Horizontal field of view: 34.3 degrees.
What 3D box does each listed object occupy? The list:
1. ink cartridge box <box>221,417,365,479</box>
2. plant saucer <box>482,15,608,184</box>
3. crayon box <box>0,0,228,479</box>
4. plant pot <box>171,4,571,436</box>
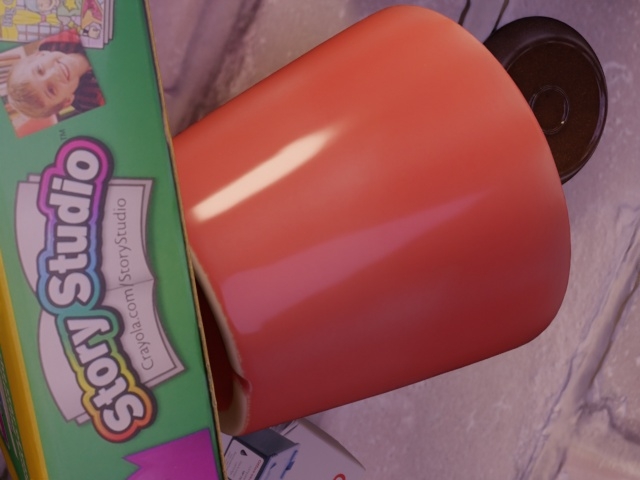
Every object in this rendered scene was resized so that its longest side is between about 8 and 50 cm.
[{"bbox_3d":[-0.080,0.188,0.860,0.190,0.082,0.140,38,83,-25],"label":"ink cartridge box"},{"bbox_3d":[0.205,-0.122,0.959,0.168,0.029,0.169,-5,103,-23],"label":"plant saucer"},{"bbox_3d":[-0.169,-0.005,0.641,0.106,0.313,0.363,-14,105,-23],"label":"crayon box"},{"bbox_3d":[0.000,0.000,0.742,0.243,0.275,0.275,-25,110,-24],"label":"plant pot"}]
